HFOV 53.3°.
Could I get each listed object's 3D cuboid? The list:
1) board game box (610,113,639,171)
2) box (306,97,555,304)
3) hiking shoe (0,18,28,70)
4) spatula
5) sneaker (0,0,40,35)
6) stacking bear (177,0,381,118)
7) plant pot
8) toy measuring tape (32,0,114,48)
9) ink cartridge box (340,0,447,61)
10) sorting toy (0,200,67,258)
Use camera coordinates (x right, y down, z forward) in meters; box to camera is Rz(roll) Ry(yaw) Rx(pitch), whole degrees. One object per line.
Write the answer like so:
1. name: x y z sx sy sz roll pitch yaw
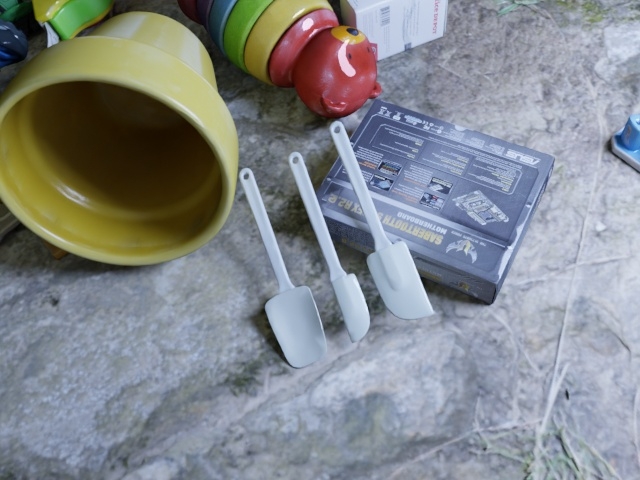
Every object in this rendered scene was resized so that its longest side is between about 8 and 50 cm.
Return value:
1. board game box: 0.618 -0.111 0.722 0.390 0.050 0.390 -35 61 -14
2. box: 0.128 -0.053 0.742 0.231 0.056 0.183 22 66 19
3. hiking shoe: -0.538 -0.201 0.868 0.304 0.113 0.132 -22 84 -6
4. spatula: 0.000 0.000 0.699 0.168 0.019 0.241 -25 75 13
5. sneaker: -0.555 -0.473 1.026 0.134 0.146 0.343 -37 61 -15
6. stacking bear: -0.043 -0.277 0.842 0.289 0.164 0.175 45 42 16
7. plant pot: -0.219 -0.139 0.743 0.254 0.253 0.238 -6 43 3
8. toy measuring tape: -0.354 -0.332 0.940 0.122 0.121 0.329 -19 62 -4
9. ink cartridge box: 0.101 -0.312 0.876 0.135 0.099 0.056 -22 59 -7
10. sorting toy: -0.413 -0.109 0.847 0.348 0.047 0.196 33 68 23
